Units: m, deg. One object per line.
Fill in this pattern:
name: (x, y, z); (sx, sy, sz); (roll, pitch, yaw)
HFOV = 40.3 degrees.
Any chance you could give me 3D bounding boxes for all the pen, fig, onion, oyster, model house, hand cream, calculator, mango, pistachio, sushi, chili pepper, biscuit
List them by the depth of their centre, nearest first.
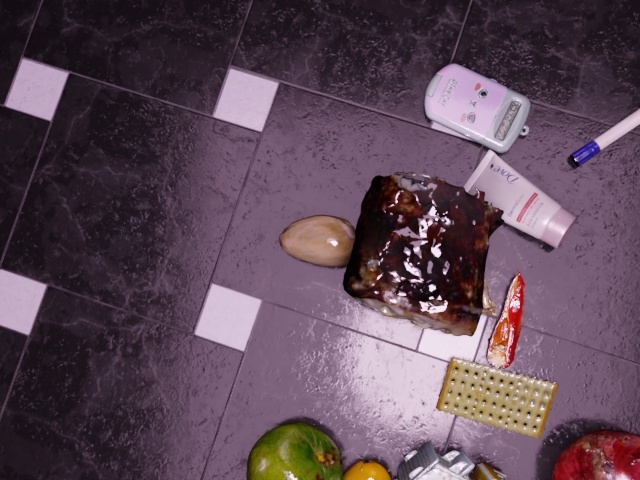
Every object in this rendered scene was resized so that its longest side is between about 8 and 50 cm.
onion: (0.592, 0.512, 1.732); (0.276, 0.276, 0.276); (-1, 84, 5)
model house: (0.260, 0.527, 1.776); (0.215, 0.224, 0.198); (27, 89, 3)
sushi: (0.203, 0.024, 1.793); (0.299, 0.281, 0.294); (17, 87, -21)
fig: (-0.081, 0.514, 1.846); (0.203, 0.203, 0.235); (45, 120, 8)
mango: (0.084, 0.542, 1.852); (0.111, 0.089, 0.163); (43, 101, 13)
biscuit: (0.375, 0.334, 1.863); (0.231, 0.016, 0.139); (15, 107, 6)
chili pepper: (0.403, 0.196, 1.881); (0.059, 0.050, 0.268); (10, 84, 48)
hand cream: (0.433, -0.085, 1.899); (0.247, 0.083, 0.133); (33, 85, 17)
oyster: (0.352, 0.120, 1.908); (0.080, 0.038, 0.083); (22, 61, -3)
pen: (0.665, -0.249, 1.912); (0.269, 0.033, 0.033); (-34, 82, 1)
pistachio: (0.000, 0.000, 1.912); (0.185, 0.108, 0.126); (9, 126, 12)
calculator: (0.350, -0.293, 1.938); (0.246, 0.045, 0.141); (28, 87, 6)
